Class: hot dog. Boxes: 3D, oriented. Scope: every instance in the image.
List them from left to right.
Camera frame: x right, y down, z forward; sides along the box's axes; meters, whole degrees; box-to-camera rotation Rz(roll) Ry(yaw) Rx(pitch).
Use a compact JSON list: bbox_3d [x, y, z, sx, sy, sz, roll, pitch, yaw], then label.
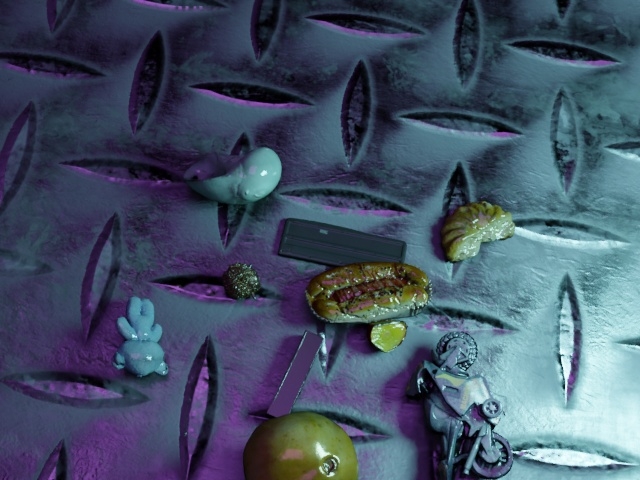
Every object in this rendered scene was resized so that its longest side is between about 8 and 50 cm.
[{"bbox_3d":[0.100,0.108,1.806,0.268,0.075,0.144,-10,56,-5],"label":"hot dog"}]

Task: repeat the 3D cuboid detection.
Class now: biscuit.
[{"bbox_3d":[0.339,-0.031,1.906,0.183,0.061,0.118,-29,69,-15],"label":"biscuit"}]

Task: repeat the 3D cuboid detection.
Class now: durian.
[{"bbox_3d":[-0.164,0.088,1.802,0.080,0.080,0.091,-34,83,-18],"label":"durian"}]

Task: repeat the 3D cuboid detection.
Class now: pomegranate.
[{"bbox_3d":[-0.035,0.425,1.577,0.233,0.233,0.233,2,66,-4],"label":"pomegranate"}]

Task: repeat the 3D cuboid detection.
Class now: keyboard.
[{"bbox_3d":[-0.003,0.005,1.879,0.381,0.041,0.103,15,65,-5],"label":"keyboard"}]

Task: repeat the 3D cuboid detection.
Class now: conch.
[{"bbox_3d":[-0.190,-0.137,1.854,0.221,0.185,0.121,-1,94,35],"label":"conch"}]

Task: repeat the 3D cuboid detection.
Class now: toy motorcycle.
[{"bbox_3d":[0.269,0.337,1.714,0.173,0.108,0.307,-15,68,-1],"label":"toy motorcycle"}]

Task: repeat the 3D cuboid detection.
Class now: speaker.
[{"bbox_3d":[-0.051,0.278,1.745,0.046,0.040,0.191,24,66,4],"label":"speaker"}]

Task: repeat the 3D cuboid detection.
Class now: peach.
[{"bbox_3d":[0.136,0.190,1.792,0.077,0.050,0.083,42,77,-10],"label":"peach"}]

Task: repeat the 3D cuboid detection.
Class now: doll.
[{"bbox_3d":[-0.372,0.199,1.743,0.120,0.075,0.179,15,38,-30],"label":"doll"}]
